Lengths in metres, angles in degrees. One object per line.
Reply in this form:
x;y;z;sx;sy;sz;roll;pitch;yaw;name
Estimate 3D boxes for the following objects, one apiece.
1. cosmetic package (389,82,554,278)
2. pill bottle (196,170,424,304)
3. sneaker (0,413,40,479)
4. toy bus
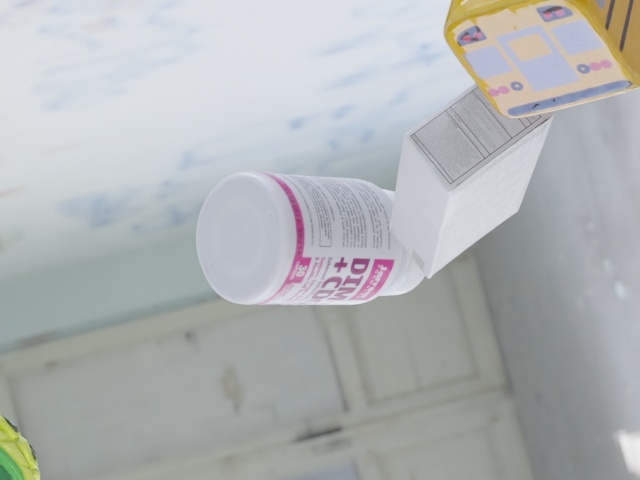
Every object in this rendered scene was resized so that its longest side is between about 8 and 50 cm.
0.110;-0.050;1.460;0.060;0.099;0.239;53;169;13;cosmetic package
0.000;0.000;2.351;0.160;0.283;0.160;-1;88;44;pill bottle
-0.272;0.102;0.960;0.109;0.295;0.123;-21;47;47;sneaker
0.184;-0.234;1.324;0.130;0.108;0.332;47;-136;-35;toy bus
